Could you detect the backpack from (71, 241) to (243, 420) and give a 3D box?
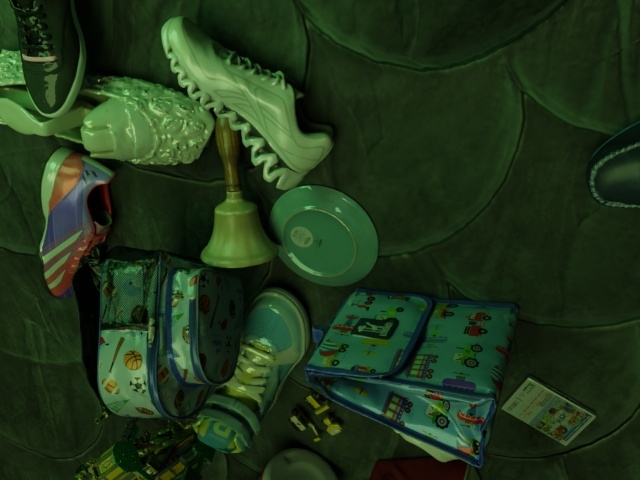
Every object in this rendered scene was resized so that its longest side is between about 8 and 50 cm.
[{"bbox_3d":[-0.241,0.152,1.180,0.213,0.276,0.263,6,84,22],"label":"backpack"}]

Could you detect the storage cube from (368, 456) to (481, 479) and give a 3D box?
[{"bbox_3d":[0.193,0.519,1.328,0.193,0.183,0.215,-14,114,30],"label":"storage cube"}]

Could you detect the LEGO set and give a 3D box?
[{"bbox_3d":[-0.350,0.434,1.437,0.192,0.331,0.255,-39,115,19],"label":"LEGO set"}]

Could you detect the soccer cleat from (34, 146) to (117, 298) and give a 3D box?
[{"bbox_3d":[-0.429,-0.010,1.319,0.116,0.108,0.318,20,124,7],"label":"soccer cleat"}]

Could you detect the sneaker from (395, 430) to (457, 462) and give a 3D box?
[{"bbox_3d":[0.152,0.291,1.256,0.258,0.094,0.091,45,123,-9],"label":"sneaker"}]

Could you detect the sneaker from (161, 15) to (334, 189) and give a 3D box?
[{"bbox_3d":[-0.098,-0.210,1.050,0.118,0.110,0.292,-34,111,28],"label":"sneaker"}]

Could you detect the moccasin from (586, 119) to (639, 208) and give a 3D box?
[{"bbox_3d":[0.476,-0.101,0.847,0.342,0.117,0.137,-15,114,31],"label":"moccasin"}]

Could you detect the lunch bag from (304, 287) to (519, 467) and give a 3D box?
[{"bbox_3d":[0.127,0.175,1.113,0.293,0.221,0.138,13,124,16],"label":"lunch bag"}]

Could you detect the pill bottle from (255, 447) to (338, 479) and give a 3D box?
[{"bbox_3d":[-0.086,0.556,1.489,0.161,0.161,0.283,32,128,2],"label":"pill bottle"}]

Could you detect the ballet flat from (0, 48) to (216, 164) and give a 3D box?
[{"bbox_3d":[-0.368,-0.187,1.159,0.409,0.147,0.147,16,126,13],"label":"ballet flat"}]

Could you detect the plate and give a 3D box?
[{"bbox_3d":[0.000,0.000,1.182,0.188,0.024,0.188,12,125,17],"label":"plate"}]

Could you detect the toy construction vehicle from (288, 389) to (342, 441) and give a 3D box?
[{"bbox_3d":[-0.009,0.329,1.396,0.086,0.035,0.098,-37,104,25],"label":"toy construction vehicle"}]

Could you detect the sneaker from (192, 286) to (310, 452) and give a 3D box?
[{"bbox_3d":[-0.123,0.245,1.277,0.127,0.208,0.319,24,127,10],"label":"sneaker"}]

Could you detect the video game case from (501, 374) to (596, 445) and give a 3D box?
[{"bbox_3d":[0.368,0.276,1.204,0.122,0.011,0.087,30,127,4],"label":"video game case"}]

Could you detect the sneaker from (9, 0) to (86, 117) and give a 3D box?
[{"bbox_3d":[-0.402,-0.317,1.019,0.104,0.147,0.295,6,101,12],"label":"sneaker"}]

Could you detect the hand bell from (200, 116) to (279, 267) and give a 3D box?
[{"bbox_3d":[-0.134,-0.092,1.153,0.126,0.126,0.242,5,109,21],"label":"hand bell"}]
